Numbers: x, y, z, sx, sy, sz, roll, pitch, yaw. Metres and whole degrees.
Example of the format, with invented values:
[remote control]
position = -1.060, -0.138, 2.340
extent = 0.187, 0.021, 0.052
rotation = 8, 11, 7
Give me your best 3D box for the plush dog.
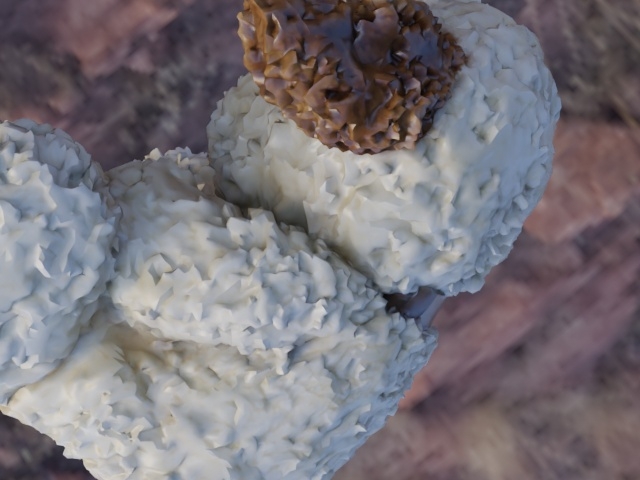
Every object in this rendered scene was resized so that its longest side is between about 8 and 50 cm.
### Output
[plush dog]
position = 0.000, 0.000, 0.735
extent = 0.225, 0.210, 0.262
rotation = -48, 167, 11
